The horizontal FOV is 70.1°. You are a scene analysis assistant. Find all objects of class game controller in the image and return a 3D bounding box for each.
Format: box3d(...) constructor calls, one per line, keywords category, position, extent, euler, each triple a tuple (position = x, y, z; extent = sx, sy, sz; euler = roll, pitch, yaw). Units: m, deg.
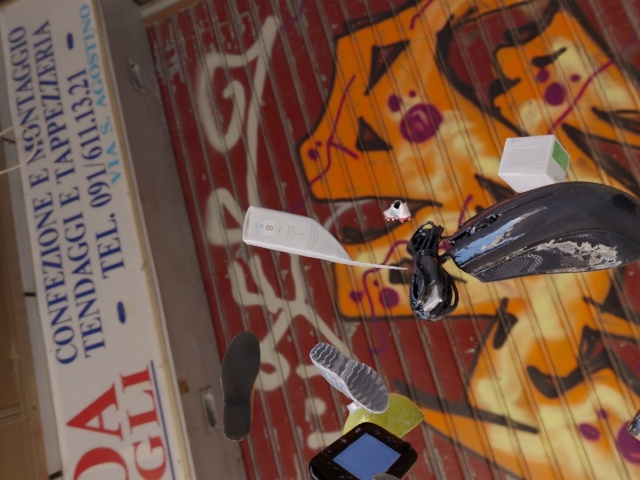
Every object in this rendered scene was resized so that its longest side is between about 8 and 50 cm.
box3d(category="game controller", position=(0.105, 0.508, 1.046), extent=(0.166, 0.067, 0.319), euler=(32, -165, 28))

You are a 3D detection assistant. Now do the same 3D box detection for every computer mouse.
box3d(category="computer mouse", position=(0.224, -0.009, 0.510), extent=(0.188, 0.272, 0.072), euler=(-72, -35, -59))

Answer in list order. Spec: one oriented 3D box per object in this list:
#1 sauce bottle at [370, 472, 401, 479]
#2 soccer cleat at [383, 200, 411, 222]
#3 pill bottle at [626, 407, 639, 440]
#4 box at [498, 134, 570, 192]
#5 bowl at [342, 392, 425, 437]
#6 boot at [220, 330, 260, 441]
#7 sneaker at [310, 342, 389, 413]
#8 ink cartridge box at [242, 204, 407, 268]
box3d(category="sauce bottle", position=(0.031, 0.518, 0.683), extent=(0.111, 0.344, 0.111), euler=(33, -174, -4))
box3d(category="soccer cleat", position=(0.132, -0.053, 0.791), extent=(0.083, 0.029, 0.036), euler=(-148, 43, -73))
box3d(category="pill bottle", position=(0.690, 0.368, 0.811), extent=(0.219, 0.123, 0.123), euler=(36, 168, 36))
box3d(category="box", position=(0.443, -0.156, 0.947), extent=(0.101, 0.102, 0.087), euler=(24, -100, -42))
box3d(category="bowl", position=(0.176, 0.573, 1.473), extent=(0.156, 0.289, 0.289), euler=(57, -173, 18))
box3d(category="boot", position=(-0.238, 0.428, 1.361), extent=(0.115, 0.112, 0.305), euler=(100, 174, -71))
box3d(category="sneaker", position=(0.094, 0.420, 1.389), extent=(0.281, 0.105, 0.115), euler=(36, 154, 30))
box3d(category="ink cartridge box", position=(0.000, 0.000, 1.162), extent=(0.308, 0.384, 0.091), euler=(167, 113, -81))
